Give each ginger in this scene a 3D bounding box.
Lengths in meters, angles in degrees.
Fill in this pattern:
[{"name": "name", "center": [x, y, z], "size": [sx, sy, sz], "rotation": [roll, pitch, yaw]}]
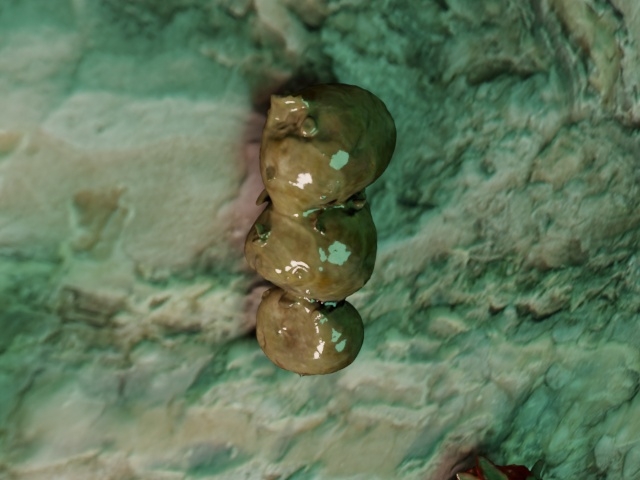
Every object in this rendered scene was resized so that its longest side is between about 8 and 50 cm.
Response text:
[{"name": "ginger", "center": [0.000, 0.000, 0.624], "size": [0.104, 0.080, 0.204], "rotation": [-16, 122, -46]}]

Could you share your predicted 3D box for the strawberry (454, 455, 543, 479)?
[{"name": "strawberry", "center": [0.172, 0.302, 0.978], "size": [0.174, 0.098, 0.228], "rotation": [-69, 154, -13]}]
